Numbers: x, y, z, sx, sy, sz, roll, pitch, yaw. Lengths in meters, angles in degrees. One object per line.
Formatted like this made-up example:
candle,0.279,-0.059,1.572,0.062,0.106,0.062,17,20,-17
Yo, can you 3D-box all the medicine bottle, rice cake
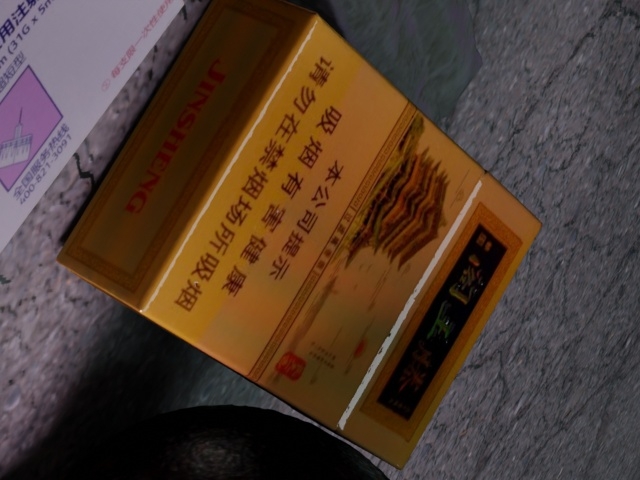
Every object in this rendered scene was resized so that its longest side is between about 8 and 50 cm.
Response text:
medicine bottle,-0.147,-0.075,0.773,0.201,0.052,0.171,-55,157,-18
rice cake,0.036,-0.135,1.091,0.106,0.050,0.298,-55,157,-13

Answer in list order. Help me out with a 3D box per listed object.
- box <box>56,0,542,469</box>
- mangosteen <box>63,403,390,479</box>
box,0.000,0.000,1.051,0.174,0.076,0.274,-58,141,-5
mangosteen,-0.067,0.228,1.059,0.288,0.288,0.288,-47,154,-31
